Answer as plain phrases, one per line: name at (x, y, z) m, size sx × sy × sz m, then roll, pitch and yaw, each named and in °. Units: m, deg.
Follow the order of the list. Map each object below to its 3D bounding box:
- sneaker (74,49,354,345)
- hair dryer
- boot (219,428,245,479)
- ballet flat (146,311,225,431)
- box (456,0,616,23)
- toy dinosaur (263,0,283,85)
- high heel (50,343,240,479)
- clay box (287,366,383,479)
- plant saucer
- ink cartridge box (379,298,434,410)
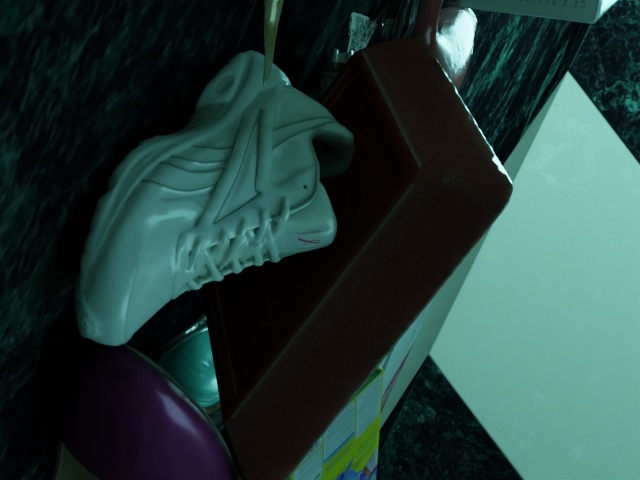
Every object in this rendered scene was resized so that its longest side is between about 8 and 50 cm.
sneaker at (-0.052, -0.018, 0.851) m, size 0.232 × 0.115 × 0.090 m, roll -54°, pitch 166°, yaw -36°
hair dryer at (0.093, -0.182, 1.213) m, size 0.223 × 0.080 × 0.293 m, roll -63°, pitch 169°, yaw 4°
boot at (-0.120, 0.249, 1.246) m, size 0.207 × 0.094 × 0.246 m, roll -36°, pitch 141°, yaw -48°
ballet flat at (-0.069, 0.095, 1.155) m, size 0.280 × 0.095 × 0.096 m, roll -26°, pitch 154°, yaw -55°
box at (0.195, -0.285, 1.200) m, size 0.181 × 0.119 × 0.182 m, roll -42°, pitch 139°, yaw -64°
toy dinosaur at (-0.012, -0.188, 0.839) m, size 0.093 × 0.053 × 0.183 m, roll -27°, pitch 139°, yaw -45°
high heel at (-0.152, 0.210, 0.964) m, size 0.181 × 0.127 × 0.377 m, roll -45°, pitch 157°, yaw -27°
clay box at (-0.006, 0.212, 1.259) m, size 0.127 × 0.053 × 0.222 m, roll -39°, pitch 146°, yaw -38°
plant saucer at (0.000, 0.000, 0.966) m, size 0.259 × 0.048 × 0.258 m, roll -53°, pitch -156°, yaw 18°
ink cartridge box at (0.003, 0.123, 1.444) m, size 0.207 × 0.117 × 0.283 m, roll -67°, pitch 168°, yaw 25°
